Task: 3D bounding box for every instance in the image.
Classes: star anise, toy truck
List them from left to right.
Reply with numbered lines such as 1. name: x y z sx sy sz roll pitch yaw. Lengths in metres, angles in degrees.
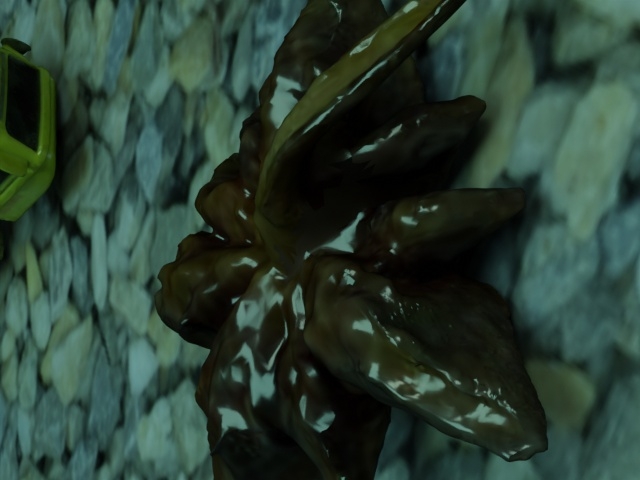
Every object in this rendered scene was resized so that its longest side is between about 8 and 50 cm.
1. toy truck: -0.297 -0.038 1.035 0.272 0.157 0.124 -40 43 34
2. star anise: 0.002 0.002 0.702 0.349 0.109 0.292 -29 73 46
